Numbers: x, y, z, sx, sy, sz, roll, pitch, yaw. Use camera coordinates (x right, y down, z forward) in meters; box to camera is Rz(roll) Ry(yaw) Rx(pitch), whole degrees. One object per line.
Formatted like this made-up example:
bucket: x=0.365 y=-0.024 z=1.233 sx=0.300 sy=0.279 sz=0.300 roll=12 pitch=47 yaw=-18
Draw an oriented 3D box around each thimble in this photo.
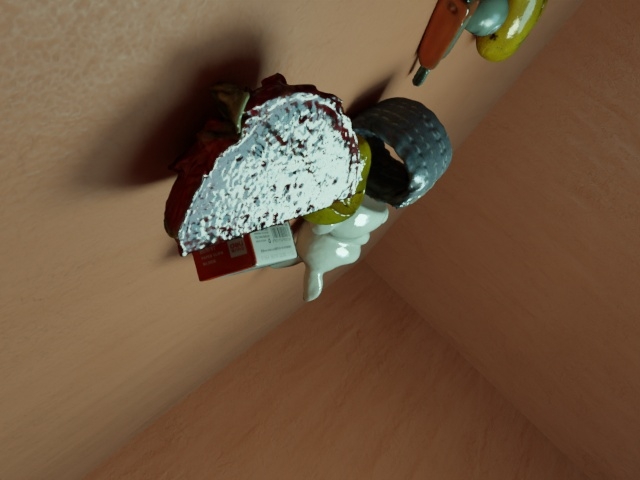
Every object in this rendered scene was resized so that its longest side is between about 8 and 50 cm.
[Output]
thimble: x=0.162 y=-0.195 z=1.106 sx=0.172 sy=0.236 sz=0.205 roll=-41 pitch=178 yaw=-36

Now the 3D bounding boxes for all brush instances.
brush: x=0.259 y=-0.438 z=1.029 sx=0.051 sy=0.070 sz=0.323 roll=-40 pitch=171 yaw=-21

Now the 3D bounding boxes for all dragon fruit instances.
dragon fruit: x=-0.089 y=-0.136 z=0.673 sx=0.317 sy=0.152 sz=0.205 roll=-20 pitch=137 yaw=-37

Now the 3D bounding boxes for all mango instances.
mango: x=0.506 y=-0.588 z=1.259 sx=0.177 sy=0.120 sz=0.295 roll=-43 pitch=169 yaw=-24
mango: x=0.022 y=-0.133 z=1.050 sx=0.130 sy=0.167 sz=0.262 roll=-55 pitch=174 yaw=-36

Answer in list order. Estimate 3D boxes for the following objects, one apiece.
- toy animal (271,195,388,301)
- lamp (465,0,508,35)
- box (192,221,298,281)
toy animal: x=0.008 y=-0.004 z=1.380 sx=0.241 sy=0.196 sz=0.367 roll=-22 pitch=153 yaw=-49
lamp: x=0.355 y=-0.499 z=1.062 sx=0.105 sy=0.105 sz=0.105 roll=-44 pitch=169 yaw=-10
box: x=-0.146 y=0.011 z=0.953 sx=0.133 sy=0.099 sz=0.182 roll=-14 pitch=179 yaw=23
